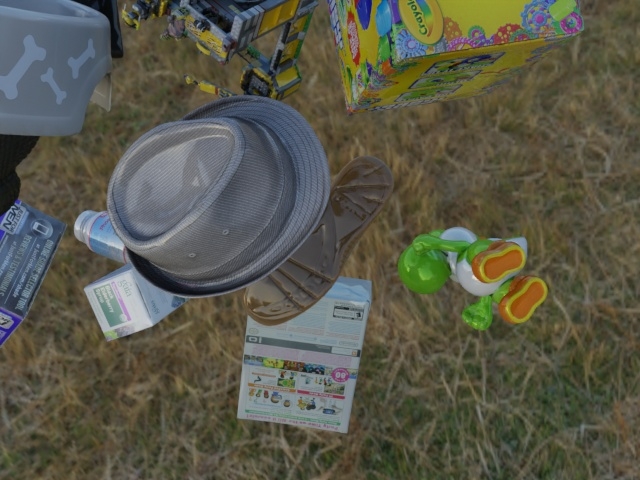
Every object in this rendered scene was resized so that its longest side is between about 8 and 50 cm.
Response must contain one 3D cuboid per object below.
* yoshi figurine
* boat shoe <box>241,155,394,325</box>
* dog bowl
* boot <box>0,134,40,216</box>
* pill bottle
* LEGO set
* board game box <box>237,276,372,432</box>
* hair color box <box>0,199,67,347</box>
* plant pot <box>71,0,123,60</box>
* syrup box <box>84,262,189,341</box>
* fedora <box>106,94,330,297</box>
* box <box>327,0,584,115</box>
[{"bbox_3d":[0.274,0.067,1.815,0.203,0.203,0.362,11,6,-20],"label":"yoshi figurine"},{"bbox_3d":[0.000,0.000,1.535,0.123,0.123,0.342,37,98,1],"label":"boat shoe"},{"bbox_3d":[-0.357,-0.193,0.840,0.349,0.102,0.349,14,15,-4],"label":"dog bowl"},{"bbox_3d":[-0.427,-0.131,1.071,0.161,0.246,0.083,40,46,0],"label":"boot"},{"bbox_3d":[-0.397,-0.007,1.755,0.160,0.087,0.087,18,54,29],"label":"pill bottle"},{"bbox_3d":[-0.167,-0.305,1.202,0.331,0.255,0.192,46,51,7],"label":"LEGO set"},{"bbox_3d":[-0.033,0.212,1.747,0.224,0.303,0.097,9,26,-1],"label":"board game box"},{"bbox_3d":[-0.542,0.093,1.469,0.339,0.110,0.185,-37,31,45],"label":"hair color box"},{"bbox_3d":[-0.440,-0.372,1.459,0.167,0.188,0.187,-12,9,-33],"label":"plant pot"},{"bbox_3d":[-0.274,0.073,1.478,0.096,0.093,0.237,-20,8,21],"label":"syrup box"},{"bbox_3d":[-0.139,-0.063,1.050,0.275,0.124,0.243,-28,69,15],"label":"fedora"},{"bbox_3d":[0.107,-0.302,0.921,0.177,0.279,0.290,-10,88,-7],"label":"box"}]
